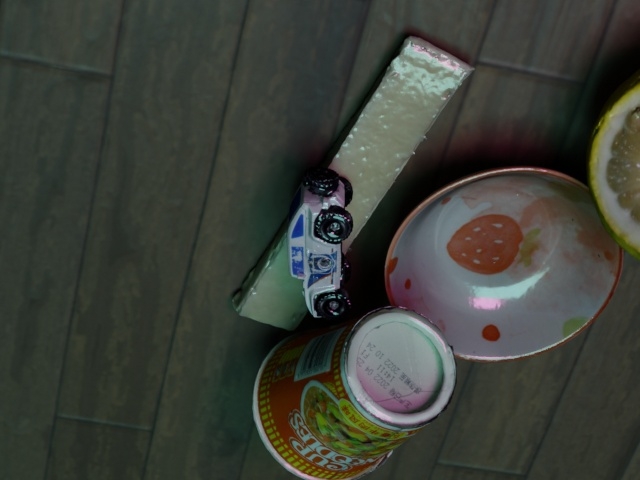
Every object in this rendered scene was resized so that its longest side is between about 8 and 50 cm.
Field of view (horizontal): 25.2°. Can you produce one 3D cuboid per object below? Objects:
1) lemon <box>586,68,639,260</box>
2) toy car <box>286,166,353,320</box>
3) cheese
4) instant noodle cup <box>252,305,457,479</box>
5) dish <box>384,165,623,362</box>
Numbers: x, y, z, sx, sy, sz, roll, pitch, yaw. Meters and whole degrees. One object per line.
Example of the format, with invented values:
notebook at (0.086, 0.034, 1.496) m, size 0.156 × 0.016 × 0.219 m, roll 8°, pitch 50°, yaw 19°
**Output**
lemon at (0.404, -0.076, 1.447) m, size 0.219 × 0.240 × 0.240 m, roll -6°, pitch 138°, yaw -49°
toy car at (0.000, 0.000, 1.525) m, size 0.070 × 0.080 × 0.170 m, roll 0°, pitch 124°, yaw 2°
cheese at (0.027, -0.051, 1.557) m, size 0.085 × 0.034 × 0.400 m, roll 24°, pitch 121°, yaw -19°
instant noodle cup at (0.048, 0.159, 1.566) m, size 0.193 × 0.193 × 0.212 m, roll 19°, pitch 156°, yaw -16°
dish at (0.197, 0.009, 1.580) m, size 0.260 × 0.085 × 0.260 m, roll -2°, pitch 124°, yaw -3°
